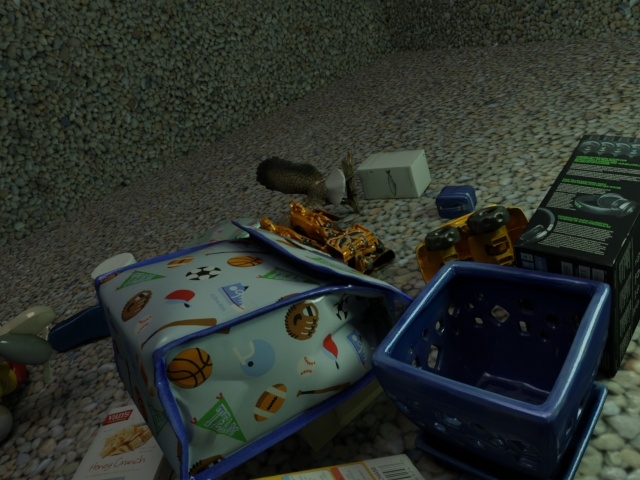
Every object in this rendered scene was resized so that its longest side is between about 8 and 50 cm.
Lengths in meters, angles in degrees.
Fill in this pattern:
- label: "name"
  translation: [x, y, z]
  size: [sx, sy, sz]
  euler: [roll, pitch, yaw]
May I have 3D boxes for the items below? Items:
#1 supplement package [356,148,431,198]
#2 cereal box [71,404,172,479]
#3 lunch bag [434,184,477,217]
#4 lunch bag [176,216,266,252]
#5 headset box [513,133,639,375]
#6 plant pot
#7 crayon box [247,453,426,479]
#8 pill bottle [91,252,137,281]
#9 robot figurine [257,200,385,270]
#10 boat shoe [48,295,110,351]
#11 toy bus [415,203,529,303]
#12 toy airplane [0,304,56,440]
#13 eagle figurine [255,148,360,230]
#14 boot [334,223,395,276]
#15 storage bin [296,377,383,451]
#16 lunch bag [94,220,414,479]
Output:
- label: "supplement package"
  translation: [0.215, -0.191, 1.506]
  size: [0.179, 0.105, 0.105]
  euler: [1, 34, 37]
- label: "cereal box"
  translation: [-0.336, 0.385, 0.902]
  size: [0.173, 0.047, 0.240]
  euler: [-14, 28, 12]
- label: "lunch bag"
  translation: [0.334, -0.095, 1.290]
  size: [0.098, 0.067, 0.065]
  euler: [-1, 33, 35]
- label: "lunch bag"
  translation: [-0.244, 0.021, 1.402]
  size: [0.224, 0.108, 0.279]
  euler: [-34, 21, -29]
- label: "headset box"
  translation: [0.429, 0.009, 0.790]
  size: [0.131, 0.246, 0.283]
  euler: [16, 55, 41]
- label: "plant pot"
  translation: [0.241, 0.186, 0.689]
  size: [0.236, 0.212, 0.236]
  euler: [7, 38, 43]
- label: "crayon box"
  translation: [0.000, 0.343, 0.546]
  size: [0.322, 0.083, 0.203]
  euler: [3, 15, -24]
- label: "pill bottle"
  translation: [-0.434, 0.147, 1.211]
  size: [0.121, 0.221, 0.121]
  euler: [-16, 28, 9]
- label: "robot figurine"
  translation: [0.000, 0.000, 1.180]
  size: [0.291, 0.085, 0.211]
  euler: [21, 40, 39]
- label: "boat shoe"
  translation: [-0.599, 0.200, 1.359]
  size: [0.258, 0.109, 0.089]
  euler: [-17, 24, 3]
- label: "toy bus"
  translation: [0.296, 0.012, 1.060]
  size: [0.220, 0.150, 0.211]
  euler: [-22, 14, 3]
- label: "toy airplane"
  translation: [-0.760, 0.315, 1.082]
  size: [0.386, 0.272, 0.384]
  euler: [-42, -4, 39]
- label: "eagle figurine"
  translation: [-0.040, -0.123, 1.484]
  size: [0.298, 0.225, 0.226]
  euler: [-8, 39, 2]
- label: "boot"
  translation: [-0.001, 0.063, 1.252]
  size: [0.264, 0.096, 0.280]
  euler: [-28, 35, -28]
- label: "storage bin"
  translation: [-0.008, 0.196, 0.938]
  size: [0.260, 0.123, 0.262]
  euler: [-35, 30, -24]
- label: "lunch bag"
  translation: [-0.097, 0.114, 0.780]
  size: [0.385, 0.239, 0.327]
  euler: [-17, 22, -29]
